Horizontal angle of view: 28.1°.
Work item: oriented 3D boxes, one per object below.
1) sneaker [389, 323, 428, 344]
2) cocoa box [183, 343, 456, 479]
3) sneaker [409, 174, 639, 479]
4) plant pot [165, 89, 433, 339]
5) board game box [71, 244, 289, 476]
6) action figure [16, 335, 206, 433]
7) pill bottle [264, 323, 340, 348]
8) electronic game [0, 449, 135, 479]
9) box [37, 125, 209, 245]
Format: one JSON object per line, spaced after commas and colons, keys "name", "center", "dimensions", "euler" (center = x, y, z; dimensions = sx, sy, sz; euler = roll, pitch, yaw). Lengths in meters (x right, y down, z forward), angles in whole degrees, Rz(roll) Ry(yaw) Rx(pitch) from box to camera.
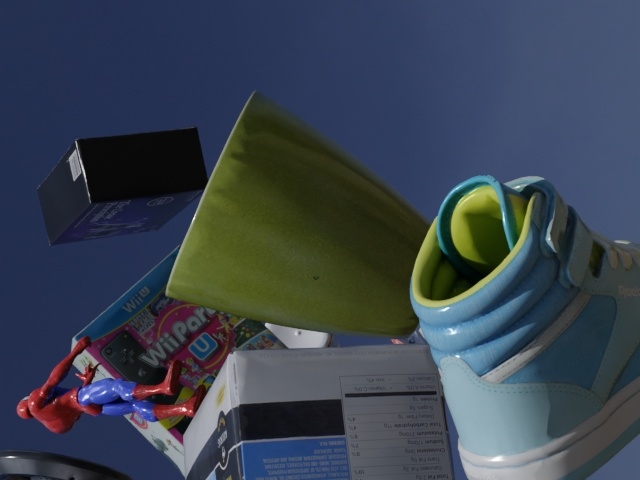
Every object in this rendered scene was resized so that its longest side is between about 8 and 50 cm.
{"name": "sneaker", "center": [0.171, 0.158, 1.846], "dimensions": [0.131, 0.148, 0.350], "euler": [68, -170, -55]}
{"name": "cocoa box", "center": [-0.012, 0.275, 1.404], "dimensions": [0.347, 0.231, 0.228], "euler": [121, 145, -63]}
{"name": "sneaker", "center": [0.195, 0.016, 0.910], "dimensions": [0.319, 0.127, 0.208], "euler": [-36, -71, -33]}
{"name": "plant pot", "center": [0.000, 0.000, 1.568], "dimensions": [0.275, 0.293, 0.275], "euler": [-157, 90, -88]}
{"name": "board game box", "center": [-0.182, 0.193, 1.877], "dimensions": [0.224, 0.303, 0.097], "euler": [-43, -9, -27]}
{"name": "action figure", "center": [-0.276, 0.178, 1.671], "dimensions": [0.091, 0.280, 0.139], "euler": [54, -145, -38]}
{"name": "pill bottle", "center": [-0.028, 0.211, 2.445], "dimensions": [0.246, 0.130, 0.131], "euler": [72, -146, -67]}
{"name": "electronic game", "center": [-0.384, 0.350, 1.901], "dimensions": [0.229, 0.229, 0.048], "euler": [44, -132, -53]}
{"name": "box", "center": [-0.298, -0.078, 1.911], "dimensions": [0.184, 0.261, 0.103], "euler": [-12, -98, -26]}
